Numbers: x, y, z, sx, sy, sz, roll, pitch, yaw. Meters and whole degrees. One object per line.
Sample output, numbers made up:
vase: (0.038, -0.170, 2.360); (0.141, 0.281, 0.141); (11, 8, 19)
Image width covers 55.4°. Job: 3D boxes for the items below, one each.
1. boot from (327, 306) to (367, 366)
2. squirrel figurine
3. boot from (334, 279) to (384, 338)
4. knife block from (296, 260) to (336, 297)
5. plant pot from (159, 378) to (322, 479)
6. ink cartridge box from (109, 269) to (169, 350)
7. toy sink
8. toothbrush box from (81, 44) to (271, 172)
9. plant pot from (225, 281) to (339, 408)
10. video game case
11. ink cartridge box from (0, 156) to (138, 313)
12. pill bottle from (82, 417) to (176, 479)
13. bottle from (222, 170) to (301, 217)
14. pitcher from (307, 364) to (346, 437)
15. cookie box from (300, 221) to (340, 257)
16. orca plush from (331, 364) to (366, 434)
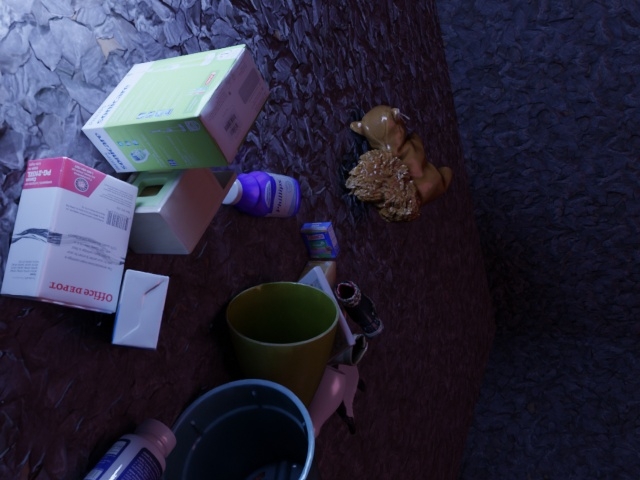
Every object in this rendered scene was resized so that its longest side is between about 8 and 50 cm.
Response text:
boot: (0.077, 0.298, 1.904); (0.077, 0.165, 0.213); (40, 55, -31)
squirrel figurine: (0.250, -0.272, 2.121); (0.370, 0.281, 0.397); (65, 35, -28)
boot: (0.102, 0.178, 1.870); (0.178, 0.085, 0.236); (55, 1, -30)
knife block: (-0.007, 0.229, 1.838); (0.275, 0.088, 0.242); (-63, 142, -40)
plant pot: (-0.142, 0.549, 1.386); (0.334, 0.342, 0.341); (72, 33, -45)
ink cartridge box: (-0.347, 0.137, 1.153); (0.078, 0.231, 0.134); (11, 77, -19)
toy sink: (-0.299, -0.100, 1.236); (0.131, 0.153, 0.234); (62, 40, -40)
toothbrush box: (-0.268, -0.245, 1.152); (0.122, 0.284, 0.206); (62, 39, -43)
plant pot: (-0.093, 0.300, 1.540); (0.275, 0.275, 0.293); (-42, 139, -53)
video game case: (-0.014, 0.214, 1.629); (0.026, 0.206, 0.226); (-11, 67, -38)
ink cartridge box: (-0.428, -0.003, 1.056); (0.172, 0.100, 0.237); (27, 67, -59)
pill bottle: (-0.365, 0.439, 1.167); (0.186, 0.112, 0.111); (-51, 133, -48)
bottle: (-0.154, -0.118, 1.559); (0.283, 0.092, 0.118); (1, 90, -61)
pitcher: (-0.001, 0.477, 1.818); (0.207, 0.126, 0.178); (-66, 166, -4)
cookie box: (0.000, 0.000, 1.843); (0.040, 0.092, 0.107); (-59, 139, -47)
orca plush: (0.066, 0.488, 1.947); (0.151, 0.102, 0.287); (22, 38, -34)
